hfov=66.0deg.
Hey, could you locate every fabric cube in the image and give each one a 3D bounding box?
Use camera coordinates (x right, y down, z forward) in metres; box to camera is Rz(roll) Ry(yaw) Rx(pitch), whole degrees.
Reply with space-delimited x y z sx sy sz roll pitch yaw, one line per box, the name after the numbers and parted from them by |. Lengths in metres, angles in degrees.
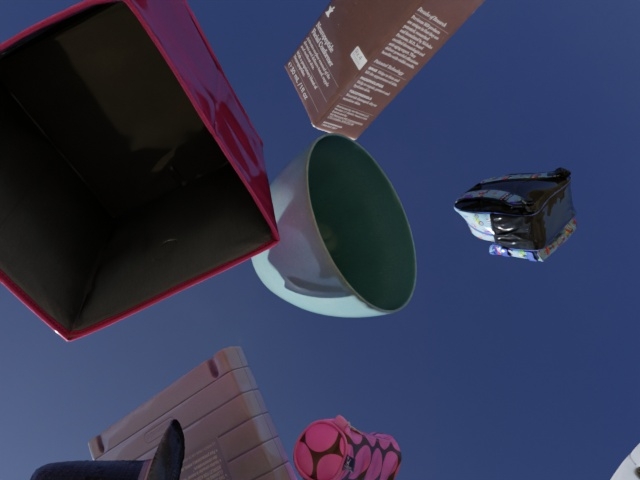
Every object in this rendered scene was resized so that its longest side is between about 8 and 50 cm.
-0.217 -0.105 0.531 0.253 0.258 0.259 -24 -56 7 | fabric cube

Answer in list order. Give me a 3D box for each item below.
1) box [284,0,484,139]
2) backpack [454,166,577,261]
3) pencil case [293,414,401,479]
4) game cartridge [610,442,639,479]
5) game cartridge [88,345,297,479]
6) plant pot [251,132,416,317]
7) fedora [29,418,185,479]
0.109 -0.400 0.959 0.143 0.381 0.191 6 -129 -44 | box
0.331 -0.048 0.861 0.158 0.173 0.117 -35 -64 -31 | backpack
0.052 0.322 0.740 0.095 0.209 0.098 21 -102 36 | pencil case
0.388 0.210 0.391 0.062 0.297 0.198 0 -133 -30 | game cartridge
-0.214 0.351 0.778 0.355 0.068 0.230 -36 -106 22 | game cartridge
0.000 0.000 0.809 0.290 0.195 0.291 32 -133 -41 | plant pot
-0.258 0.340 0.518 0.152 0.334 0.335 18 -104 -9 | fedora
